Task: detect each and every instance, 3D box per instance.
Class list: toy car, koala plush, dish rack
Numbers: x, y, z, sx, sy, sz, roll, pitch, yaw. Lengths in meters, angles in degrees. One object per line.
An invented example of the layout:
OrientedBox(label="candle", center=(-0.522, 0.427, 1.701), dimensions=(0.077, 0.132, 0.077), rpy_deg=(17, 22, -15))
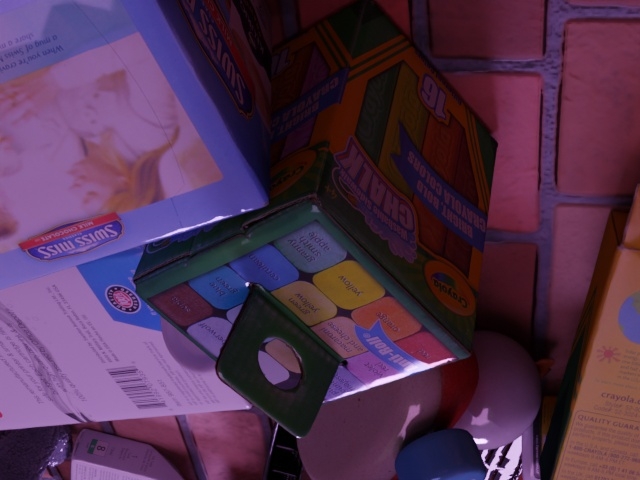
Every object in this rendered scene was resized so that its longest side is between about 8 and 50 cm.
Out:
OrientedBox(label="toy car", center=(0.117, 0.155, 1.074), dimensions=(0.238, 0.219, 0.210), rpy_deg=(2, 141, -34))
OrientedBox(label="koala plush", center=(-0.411, 0.310, 1.365), dimensions=(0.196, 0.203, 0.221), rpy_deg=(14, 150, 0))
OrientedBox(label="dish rack", center=(0.081, 0.236, 1.226), dimensions=(0.272, 0.074, 0.208), rpy_deg=(13, 139, 0))

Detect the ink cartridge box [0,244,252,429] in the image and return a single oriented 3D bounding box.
OrientedBox(label="ink cartridge box", center=(-0.231, 0.059, 1.075), dimensions=(0.308, 0.129, 0.223), rpy_deg=(-8, 134, 22))

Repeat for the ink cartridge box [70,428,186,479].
OrientedBox(label="ink cartridge box", center=(-0.198, 0.326, 1.408), dimensions=(0.225, 0.056, 0.181), rpy_deg=(13, 135, -2))

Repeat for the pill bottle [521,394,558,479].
OrientedBox(label="pill bottle", center=(0.294, 0.205, 1.116), dimensions=(0.184, 0.103, 0.103), rpy_deg=(-1, 136, 15))

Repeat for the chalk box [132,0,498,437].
OrientedBox(label="chalk box", center=(0.000, 0.000, 0.833), dimensions=(0.179, 0.289, 0.180), rpy_deg=(-24, 126, 34))

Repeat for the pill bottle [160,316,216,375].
OrientedBox(label="pill bottle", center=(-0.054, 0.059, 0.964), dimensions=(0.087, 0.160, 0.087), rpy_deg=(4, 96, 34))

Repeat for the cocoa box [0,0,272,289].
OrientedBox(label="cocoa box", center=(-0.230, -0.120, 0.760), dimensions=(0.347, 0.228, 0.231), rpy_deg=(-17, 131, 13))

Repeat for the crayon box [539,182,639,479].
OrientedBox(label="crayon box", center=(0.320, 0.102, 0.962), dimensions=(0.202, 0.081, 0.318), rpy_deg=(12, 115, 3))
